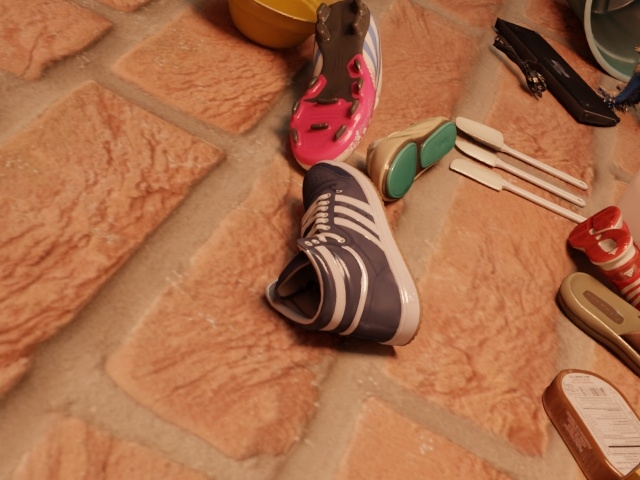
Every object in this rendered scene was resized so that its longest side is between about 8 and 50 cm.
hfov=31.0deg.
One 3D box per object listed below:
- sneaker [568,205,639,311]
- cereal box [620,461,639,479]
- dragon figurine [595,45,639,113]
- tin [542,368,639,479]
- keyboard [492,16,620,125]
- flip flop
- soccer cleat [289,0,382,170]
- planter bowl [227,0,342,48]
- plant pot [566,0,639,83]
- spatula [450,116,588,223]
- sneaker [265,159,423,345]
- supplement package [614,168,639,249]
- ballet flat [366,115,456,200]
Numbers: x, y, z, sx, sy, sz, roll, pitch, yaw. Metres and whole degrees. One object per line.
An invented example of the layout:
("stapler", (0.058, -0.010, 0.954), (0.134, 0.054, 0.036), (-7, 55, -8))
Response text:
("sneaker", (0.422, 0.037, 1.626), (0.128, 0.087, 0.221), (55, 17, -10))
("cereal box", (0.433, 0.280, 1.242), (0.240, 0.047, 0.173), (-20, 68, -46))
("dragon figurine", (0.640, -0.277, 2.090), (0.289, 0.144, 0.085), (19, 37, 36))
("tin", (0.324, 0.220, 1.305), (0.106, 0.040, 0.190), (2, 40, -28))
("keyboard", (0.413, -0.318, 2.147), (0.201, 0.033, 0.317), (10, 34, -36))
("flip flop", (0.435, 0.120, 1.486), (0.277, 0.080, 0.112), (39, 34, 18))
("soccer cleat", (0.040, -0.200, 1.627), (0.116, 0.143, 0.331), (-6, 49, 20))
("planter bowl", (-0.074, -0.360, 1.790), (0.217, 0.090, 0.217), (20, 32, -13))
("plant pot", (0.656, -0.540, 2.391), (0.341, 0.341, 0.334), (16, 26, -18))
("spatula", (0.313, -0.106, 1.779), (0.242, 0.019, 0.168), (23, 31, -6))
("sneaker", (0.000, 0.000, 1.321), (0.153, 0.099, 0.282), (7, 40, -32))
("supplement package", (0.607, -0.026, 1.731), (0.292, 0.175, 0.177), (0, 40, -37))
("ballet flat", (0.110, -0.117, 1.604), (0.086, 0.086, 0.248), (36, 31, 14))
